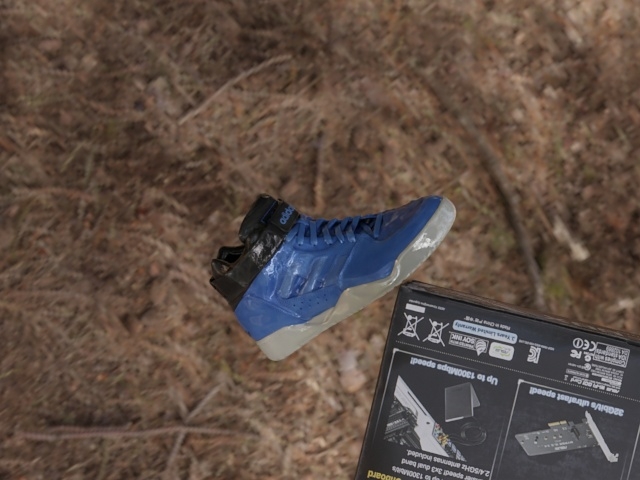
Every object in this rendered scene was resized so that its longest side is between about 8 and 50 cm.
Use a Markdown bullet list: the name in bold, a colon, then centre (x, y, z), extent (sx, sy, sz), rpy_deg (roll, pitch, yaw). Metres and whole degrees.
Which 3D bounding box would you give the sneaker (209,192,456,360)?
- **sneaker**: centre (0.000, 0.000, 0.716), extent (0.084, 0.152, 0.058), rpy_deg (50, 28, -10)

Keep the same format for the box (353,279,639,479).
- **box**: centre (0.161, 0.171, 0.595), extent (0.308, 0.076, 0.242), rpy_deg (13, 92, 8)
